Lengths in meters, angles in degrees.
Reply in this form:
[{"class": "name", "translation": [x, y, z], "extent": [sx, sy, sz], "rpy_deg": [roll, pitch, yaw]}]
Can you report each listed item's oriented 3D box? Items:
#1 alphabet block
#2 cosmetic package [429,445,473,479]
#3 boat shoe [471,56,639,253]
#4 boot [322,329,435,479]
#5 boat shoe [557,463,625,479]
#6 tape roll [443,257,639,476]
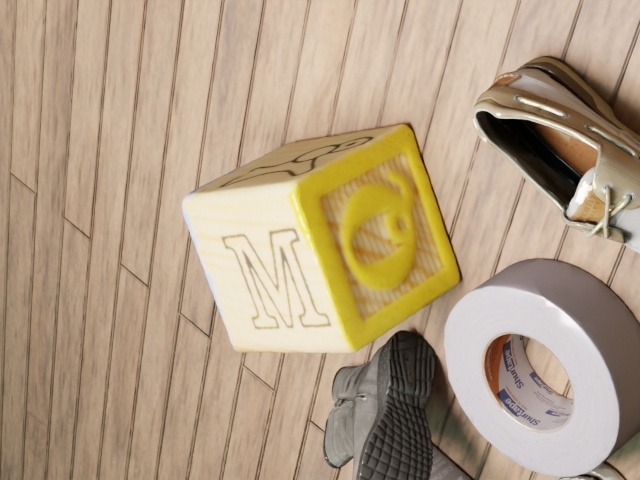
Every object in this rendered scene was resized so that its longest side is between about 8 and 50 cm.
[{"class": "alphabet block", "translation": [0.000, 0.000, 1.565], "extent": [0.197, 0.192, 0.193], "rpy_deg": [-4, 111, 49]}, {"class": "cosmetic package", "translation": [0.157, 0.360, 1.665], "extent": [0.238, 0.127, 0.107], "rpy_deg": [37, 136, 24]}, {"class": "boat shoe", "translation": [0.265, -0.046, 1.317], "extent": [0.302, 0.103, 0.113], "rpy_deg": [40, 137, 23]}, {"class": "boot", "translation": [0.056, 0.232, 1.644], "extent": [0.083, 0.246, 0.161], "rpy_deg": [26, 143, -18]}, {"class": "boat shoe", "translation": [0.342, 0.371, 1.497], "extent": [0.305, 0.091, 0.109], "rpy_deg": [50, 140, 13]}, {"class": "tape roll", "translation": [0.233, 0.131, 1.486], "extent": [0.219, 0.072, 0.219], "rpy_deg": [25, 129, 35]}]
